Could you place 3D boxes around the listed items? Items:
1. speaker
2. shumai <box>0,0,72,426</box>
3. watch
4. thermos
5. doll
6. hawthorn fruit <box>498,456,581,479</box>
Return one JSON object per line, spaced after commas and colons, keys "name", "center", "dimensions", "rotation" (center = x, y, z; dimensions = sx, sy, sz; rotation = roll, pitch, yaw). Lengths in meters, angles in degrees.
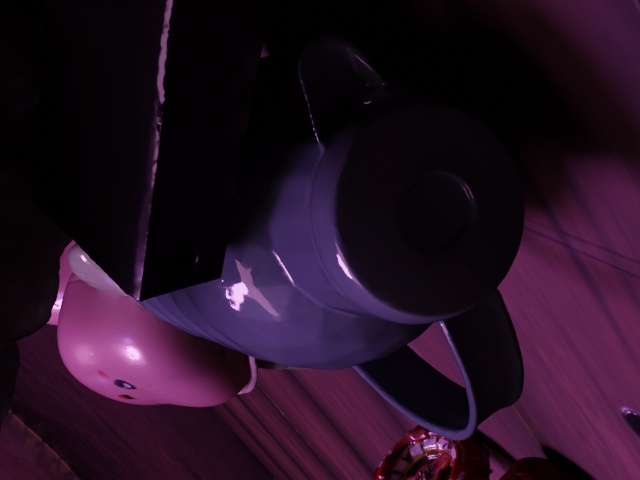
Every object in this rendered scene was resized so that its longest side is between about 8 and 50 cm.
{"name": "speaker", "center": [-0.056, -0.090, 0.459], "dimensions": [0.082, 0.044, 0.218], "rotation": [38, 131, 36]}
{"name": "shumai", "center": [-0.212, -0.057, 0.573], "dimensions": [0.309, 0.263, 0.304], "rotation": [35, 165, 11]}
{"name": "watch", "center": [0.151, 0.252, 1.093], "dimensions": [0.268, 0.102, 0.165], "rotation": [45, 179, -42]}
{"name": "thermos", "center": [0.000, 0.000, 0.592], "dimensions": [0.182, 0.145, 0.286], "rotation": [60, 165, -13]}
{"name": "doll", "center": [-0.131, 0.043, 1.193], "dimensions": [0.268, 0.216, 0.284], "rotation": [4, 160, 36]}
{"name": "hawthorn fruit", "center": [0.150, 0.183, 0.884], "dimensions": [0.077, 0.077, 0.077], "rotation": [43, 168, 12]}
